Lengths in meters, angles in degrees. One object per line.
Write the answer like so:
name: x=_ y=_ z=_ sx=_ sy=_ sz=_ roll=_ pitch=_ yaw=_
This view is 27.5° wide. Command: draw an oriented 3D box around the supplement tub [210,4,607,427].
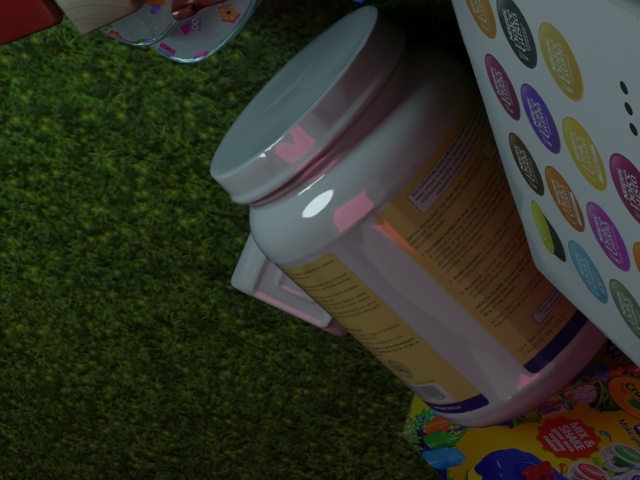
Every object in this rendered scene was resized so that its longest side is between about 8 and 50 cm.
supplement tub: x=0.089 y=-0.020 z=1.163 sx=0.331 sy=0.241 sz=0.241 roll=44 pitch=132 yaw=-18

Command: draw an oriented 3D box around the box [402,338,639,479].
box: x=0.290 y=0.191 z=1.316 sx=0.279 sy=0.177 sz=0.290 roll=-24 pitch=117 yaw=36

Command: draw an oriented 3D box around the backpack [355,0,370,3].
backpack: x=0.036 y=-0.255 z=1.059 sx=0.101 sy=0.120 sz=0.098 roll=30 pitch=135 yaw=-6

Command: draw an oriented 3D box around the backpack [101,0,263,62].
backpack: x=-0.132 y=-0.247 z=1.123 sx=0.188 sy=0.144 sz=0.166 roll=34 pitch=128 yaw=-13

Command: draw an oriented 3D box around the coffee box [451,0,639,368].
coffee box: x=0.315 y=-0.109 z=0.842 sx=0.338 sy=0.334 sz=0.337 roll=-27 pitch=123 yaw=-6

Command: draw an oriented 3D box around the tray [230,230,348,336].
tray: x=0.000 y=0.000 z=1.366 sx=0.145 sy=0.030 sz=0.270 roll=26 pitch=135 yaw=0

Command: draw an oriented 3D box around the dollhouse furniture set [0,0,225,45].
dollhouse furniture set: x=-0.172 y=-0.248 z=0.902 sx=0.374 sy=0.152 sz=0.201 roll=-13 pitch=124 yaw=32
